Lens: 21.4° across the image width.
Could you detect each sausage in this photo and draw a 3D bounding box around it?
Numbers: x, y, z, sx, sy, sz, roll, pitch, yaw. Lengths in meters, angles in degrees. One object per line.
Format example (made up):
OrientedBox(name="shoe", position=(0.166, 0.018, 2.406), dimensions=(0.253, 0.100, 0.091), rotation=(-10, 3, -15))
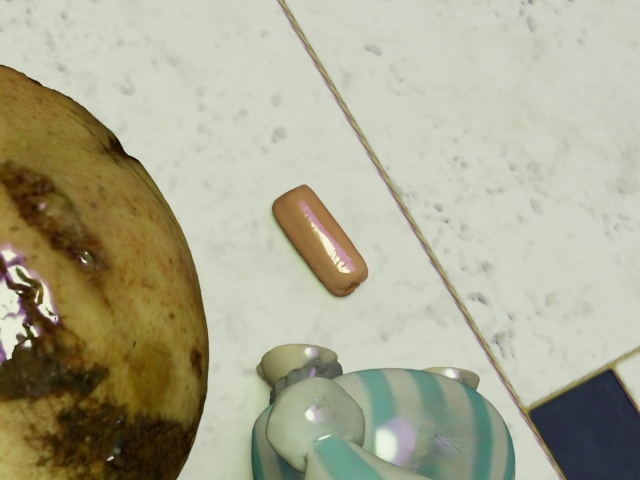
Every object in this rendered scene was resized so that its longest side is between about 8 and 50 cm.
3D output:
OrientedBox(name="sausage", position=(0.000, 0.000, 1.160), dimensions=(0.034, 0.034, 0.083), rotation=(-32, 81, -30))

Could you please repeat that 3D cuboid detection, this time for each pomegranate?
OrientedBox(name="pomegranate", position=(-0.215, 0.050, 0.911), dimensions=(0.322, 0.322, 0.322), rotation=(8, 64, -17))

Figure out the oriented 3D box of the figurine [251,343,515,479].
OrientedBox(name="figurine", position=(0.081, 0.186, 0.907), dimensions=(0.266, 0.378, 0.361), rotation=(10, 63, -20))
